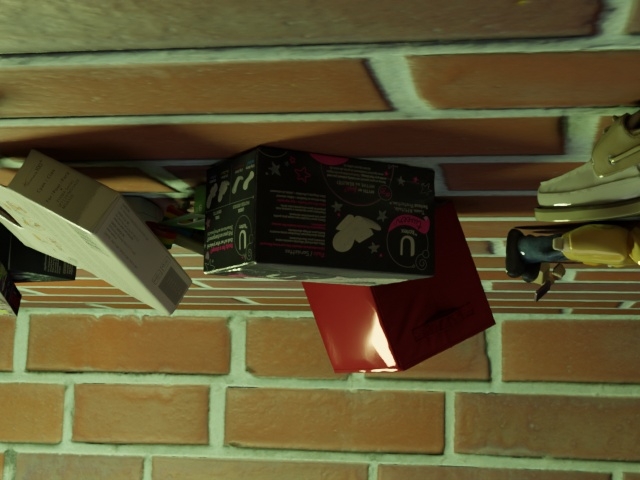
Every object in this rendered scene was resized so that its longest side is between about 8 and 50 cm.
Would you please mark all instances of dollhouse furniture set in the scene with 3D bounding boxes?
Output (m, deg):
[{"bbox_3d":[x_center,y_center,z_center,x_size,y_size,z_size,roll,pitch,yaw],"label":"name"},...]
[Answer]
[{"bbox_3d":[0.420,0.042,2.345,0.081,0.091,0.114,41,163,26],"label":"dollhouse furniture set"}]

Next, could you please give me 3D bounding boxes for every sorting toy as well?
[{"bbox_3d":[-0.163,-0.015,1.741,0.132,0.046,0.274,22,-171,3],"label":"sorting toy"}]

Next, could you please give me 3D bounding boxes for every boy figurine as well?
[{"bbox_3d":[0.441,0.019,1.898,0.285,0.092,0.177,0,170,36],"label":"boy figurine"}]

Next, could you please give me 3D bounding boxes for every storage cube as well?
[{"bbox_3d":[0.105,0.069,1.748,0.184,0.193,0.215,-23,-176,-30],"label":"storage cube"}]

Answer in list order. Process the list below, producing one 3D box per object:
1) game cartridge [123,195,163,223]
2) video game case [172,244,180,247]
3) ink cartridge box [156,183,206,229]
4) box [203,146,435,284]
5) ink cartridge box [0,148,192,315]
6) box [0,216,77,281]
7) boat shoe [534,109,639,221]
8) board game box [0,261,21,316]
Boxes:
[{"bbox_3d":[-0.343,-0.023,1.881,0.198,0.062,0.297,7,171,-5],"label":"game cartridge"},{"bbox_3d":[-0.173,0.004,2.170,0.166,0.015,0.119,-5,169,41],"label":"video game case"},{"bbox_3d":[-0.103,-0.045,1.630,0.209,0.062,0.109,7,171,-32],"label":"ink cartridge box"},{"bbox_3d":[-0.003,-0.020,1.505,0.247,0.142,0.163,6,170,-27],"label":"box"},{"bbox_3d":[-0.326,-0.026,1.563,0.261,0.066,0.296,25,164,20],"label":"ink cartridge box"},{"bbox_3d":[-0.525,0.019,2.066,0.156,0.093,0.158,-4,169,33],"label":"box"},{"bbox_3d":[0.325,-0.078,1.173,0.113,0.103,0.302,-9,178,-36],"label":"boat shoe"},{"bbox_3d":[-0.613,0.065,1.974,0.208,0.056,0.347,11,166,-4],"label":"board game box"}]
